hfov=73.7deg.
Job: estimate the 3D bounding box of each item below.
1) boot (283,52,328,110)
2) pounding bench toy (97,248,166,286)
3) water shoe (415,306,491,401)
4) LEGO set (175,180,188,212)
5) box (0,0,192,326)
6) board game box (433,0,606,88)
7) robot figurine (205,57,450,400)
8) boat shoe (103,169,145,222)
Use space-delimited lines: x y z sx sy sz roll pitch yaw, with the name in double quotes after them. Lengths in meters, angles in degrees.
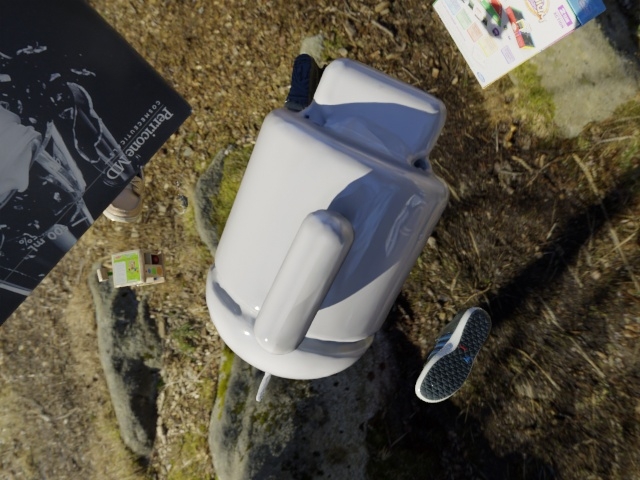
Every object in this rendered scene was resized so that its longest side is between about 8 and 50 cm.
-0.005 -0.202 0.625 0.045 0.099 0.121 11 93 33 "boot"
-0.298 0.046 0.677 0.083 0.065 0.052 -10 84 11 "pounding bench toy"
0.248 0.216 0.812 0.073 0.080 0.203 41 81 -3 "water shoe"
-0.359 -0.116 1.121 0.024 0.054 0.083 -13 104 -5 "LEGO set"
-0.355 -0.114 0.360 0.179 0.312 0.343 38 86 35 "box"
0.390 -0.490 0.897 0.064 0.316 0.242 -35 96 -9 "board game box"
0.000 0.000 0.460 0.200 0.300 0.353 26 109 4 "robot figurine"
-0.328 -0.089 0.718 0.059 0.063 0.170 -67 31 25 "boat shoe"
